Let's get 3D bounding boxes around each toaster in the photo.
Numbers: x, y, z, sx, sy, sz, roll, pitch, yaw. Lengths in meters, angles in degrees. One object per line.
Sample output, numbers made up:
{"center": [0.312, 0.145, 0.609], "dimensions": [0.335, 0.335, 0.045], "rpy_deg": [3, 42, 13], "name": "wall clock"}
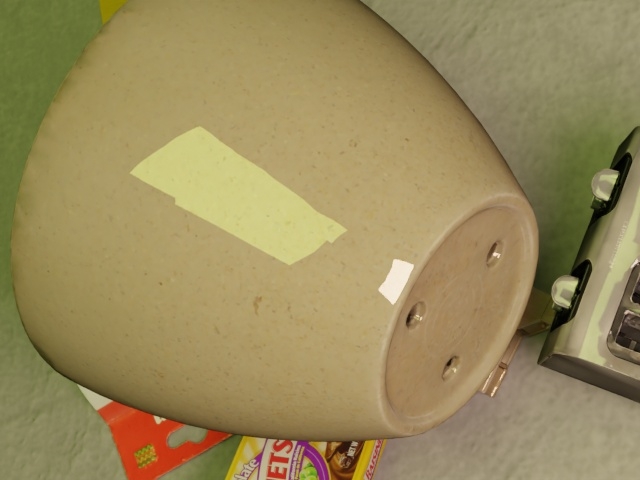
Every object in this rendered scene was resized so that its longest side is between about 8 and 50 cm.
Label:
{"center": [0.250, 0.034, 1.039], "dimensions": [0.185, 0.110, 0.168], "rpy_deg": [21, 83, 9], "name": "toaster"}

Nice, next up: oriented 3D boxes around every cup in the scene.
{"center": [0.000, 0.000, 1.040], "dimensions": [0.237, 0.331, 0.331], "rpy_deg": [27, 89, 33], "name": "cup"}

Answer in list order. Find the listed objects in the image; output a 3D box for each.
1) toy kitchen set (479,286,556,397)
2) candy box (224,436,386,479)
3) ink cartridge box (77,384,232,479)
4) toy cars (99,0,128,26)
{"center": [0.147, 0.077, 1.116], "dimensions": [0.075, 0.068, 0.083], "rpy_deg": [26, 89, 27], "name": "toy kitchen set"}
{"center": [-0.018, 0.177, 1.138], "dimensions": [0.105, 0.027, 0.206], "rpy_deg": [3, 51, 26], "name": "candy box"}
{"center": [-0.132, 0.085, 1.251], "dimensions": [0.145, 0.045, 0.179], "rpy_deg": [-31, 64, 14], "name": "ink cartridge box"}
{"center": [-0.020, -0.290, 1.278], "dimensions": [0.176, 0.087, 0.394], "rpy_deg": [36, 89, 22], "name": "toy cars"}
